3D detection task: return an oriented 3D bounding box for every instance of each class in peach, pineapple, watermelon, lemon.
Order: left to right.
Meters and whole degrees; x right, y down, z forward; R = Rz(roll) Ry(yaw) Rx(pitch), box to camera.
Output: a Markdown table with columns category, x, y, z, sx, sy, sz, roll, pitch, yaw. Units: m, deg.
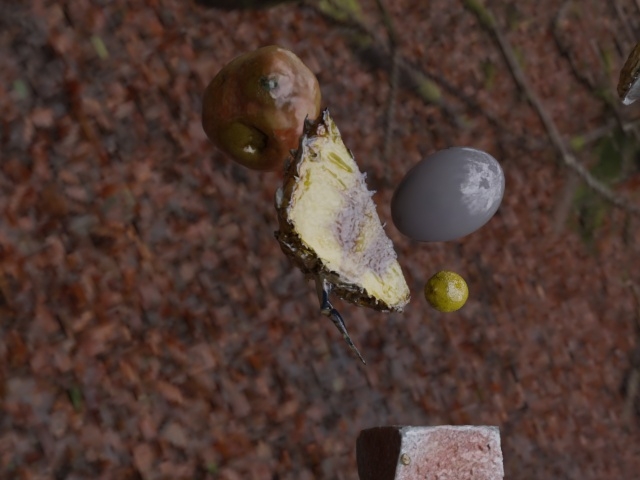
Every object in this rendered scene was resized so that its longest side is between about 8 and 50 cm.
| category | x | y | z | sx | sy | sz | roll | pitch | yaw |
| --- | --- | --- | --- | --- | --- | --- | --- | --- | --- |
| peach | -0.100 | -0.234 | 2.198 | 0.235 | 0.214 | 0.214 | 113 | -40 | -69 |
| pineapple | -0.004 | 0.002 | 1.828 | 0.158 | 0.161 | 0.334 | -36 | 102 | -37 |
| lemon | 0.186 | 0.075 | 1.868 | 0.083 | 0.062 | 0.062 | 10 | 57 | -56 |
| watermelon | 0.176 | 0.340 | 1.758 | 0.213 | 0.201 | 0.261 | 7 | 52 | -20 |

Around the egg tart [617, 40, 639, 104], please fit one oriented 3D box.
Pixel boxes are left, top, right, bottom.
| category | x | y | z | sx | sy | sz | roll | pitch | yaw |
| --- | --- | --- | --- | --- | --- | --- | --- | --- | --- |
| egg tart | 0.589 | -0.309 | 2.118 | 0.094 | 0.234 | 0.234 | 40 | 12 | 15 |

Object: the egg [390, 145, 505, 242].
| category | x | y | z | sx | sy | sz | roll | pitch | yaw |
| --- | --- | --- | --- | --- | --- | --- | --- | --- | --- |
| egg | 0.208 | -0.074 | 2.088 | 0.146 | 0.199 | 0.146 | -25 | 90 | -85 |
